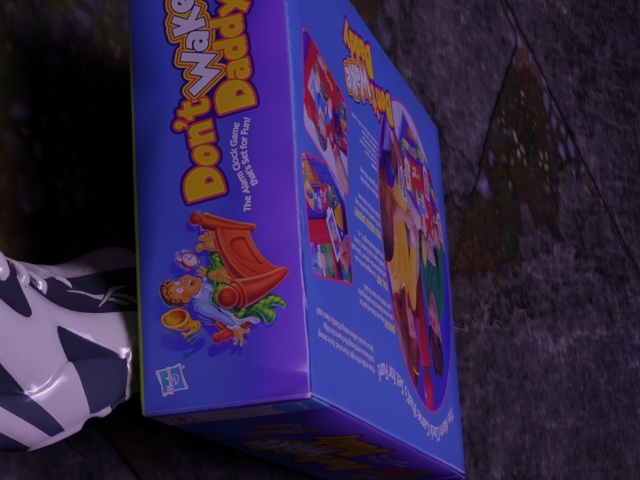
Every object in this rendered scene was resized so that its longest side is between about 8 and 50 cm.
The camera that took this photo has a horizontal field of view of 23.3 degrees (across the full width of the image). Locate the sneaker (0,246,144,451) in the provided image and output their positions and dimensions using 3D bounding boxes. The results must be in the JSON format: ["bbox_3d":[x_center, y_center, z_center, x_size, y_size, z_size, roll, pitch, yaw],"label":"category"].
[{"bbox_3d":[-0.154,0.012,0.646,0.235,0.094,0.153,-34,117,-48],"label":"sneaker"}]

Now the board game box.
[{"bbox_3d":[0.000,0.000,0.838,0.347,0.078,0.233,42,43,-68],"label":"board game box"}]
